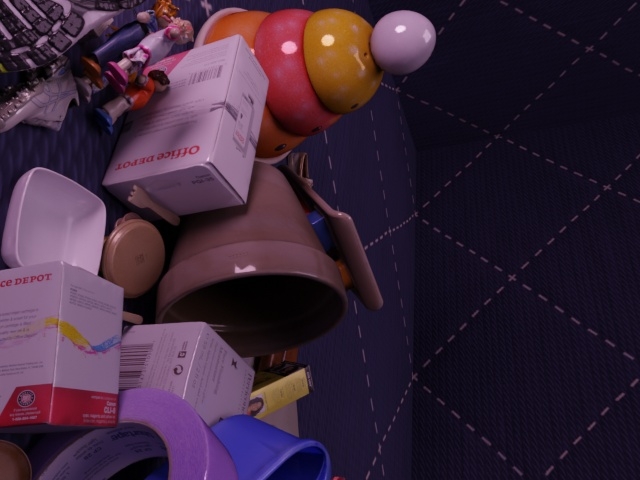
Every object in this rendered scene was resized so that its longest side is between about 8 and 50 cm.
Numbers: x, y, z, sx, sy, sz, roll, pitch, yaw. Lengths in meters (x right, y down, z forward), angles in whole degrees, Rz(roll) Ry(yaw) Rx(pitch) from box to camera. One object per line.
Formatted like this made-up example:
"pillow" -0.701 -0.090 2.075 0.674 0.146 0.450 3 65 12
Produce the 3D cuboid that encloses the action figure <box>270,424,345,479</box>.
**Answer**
"action figure" -0.070 0.514 1.006 0.370 0.276 0.248 -17 120 -42

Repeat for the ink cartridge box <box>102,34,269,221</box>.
"ink cartridge box" -0.217 -0.186 0.972 0.117 0.207 0.283 53 36 -50

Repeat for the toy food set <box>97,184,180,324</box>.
"toy food set" -0.294 0.025 0.891 0.132 0.038 0.192 43 60 -55

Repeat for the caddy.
"caddy" -0.113 0.398 0.779 0.341 0.179 0.241 -29 128 -49

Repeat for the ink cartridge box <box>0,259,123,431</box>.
"ink cartridge box" -0.319 0.128 0.671 0.127 0.128 0.176 51 33 -66

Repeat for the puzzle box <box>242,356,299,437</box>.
"puzzle box" -0.134 0.265 1.261 0.272 0.052 0.409 16 68 -68

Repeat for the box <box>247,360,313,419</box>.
"box" -0.128 0.293 1.078 0.232 0.087 0.058 -17 99 -39

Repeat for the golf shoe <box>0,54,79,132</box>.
"golf shoe" -0.370 -0.175 0.764 0.176 0.069 0.086 -72 154 -48

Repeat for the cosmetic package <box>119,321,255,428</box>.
"cosmetic package" -0.217 0.237 0.899 0.184 0.151 0.151 59 32 -48

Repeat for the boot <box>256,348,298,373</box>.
"boot" -0.047 0.197 1.313 0.264 0.096 0.280 49 40 -62

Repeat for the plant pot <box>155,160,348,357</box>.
"plant pot" -0.133 0.020 1.035 0.323 0.323 0.280 50 24 -56

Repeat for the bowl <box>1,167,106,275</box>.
"bowl" -0.354 -0.010 0.760 0.142 0.053 0.142 43 44 -62

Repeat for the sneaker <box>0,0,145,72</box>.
"sneaker" -0.356 -0.299 0.751 0.300 0.121 0.111 -43 124 -35

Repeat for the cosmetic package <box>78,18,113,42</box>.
"cosmetic package" -0.368 -0.365 0.867 0.115 0.041 0.060 63 28 -42

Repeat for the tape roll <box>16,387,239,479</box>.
"tape roll" -0.233 0.307 0.651 0.275 0.275 0.090 -76 151 -45

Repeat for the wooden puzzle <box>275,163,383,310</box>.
"wooden puzzle" 0.000 0.000 1.471 0.348 0.080 0.322 41 -21 51

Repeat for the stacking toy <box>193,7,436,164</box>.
"stacking toy" 0.006 -0.357 1.190 0.350 0.480 0.350 9 78 -53

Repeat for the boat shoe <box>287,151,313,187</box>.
"boat shoe" -0.051 -0.166 1.629 0.063 0.059 0.170 -22 103 -69

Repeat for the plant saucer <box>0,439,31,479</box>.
"plant saucer" -0.367 0.265 0.642 0.083 0.015 0.083 29 43 -31

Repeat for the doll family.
"doll family" -0.276 -0.278 0.844 0.118 0.263 0.163 47 64 -12
